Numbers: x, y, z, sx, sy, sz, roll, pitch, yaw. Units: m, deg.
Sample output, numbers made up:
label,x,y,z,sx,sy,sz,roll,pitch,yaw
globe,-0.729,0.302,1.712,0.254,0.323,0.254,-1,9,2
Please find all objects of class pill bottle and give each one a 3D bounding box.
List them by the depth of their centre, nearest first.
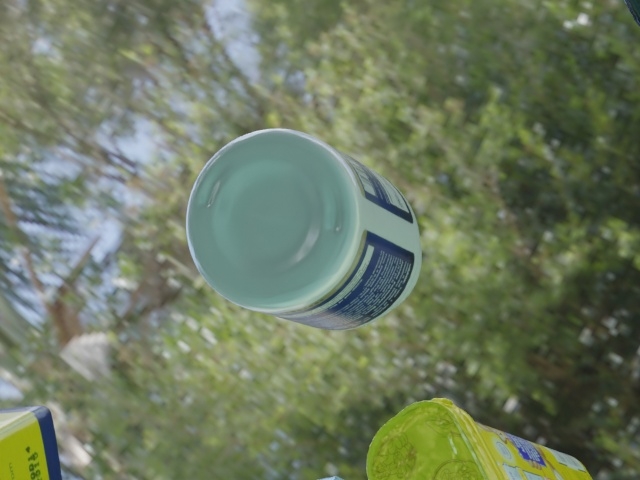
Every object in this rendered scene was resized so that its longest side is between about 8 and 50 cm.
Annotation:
label,x,y,z,sx,sy,sz,roll,pitch,yaw
pill bottle,0.000,0.000,0.990,0.094,0.094,0.169,-61,-20,2

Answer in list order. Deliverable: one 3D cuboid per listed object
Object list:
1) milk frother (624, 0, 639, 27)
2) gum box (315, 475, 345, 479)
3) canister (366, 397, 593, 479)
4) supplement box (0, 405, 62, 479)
label,x,y,z,sx,sy,sz,roll,pitch,yaw
milk frother,0.131,-0.122,0.414,0.143,0.134,0.129,49,-117,-16
gum box,0.021,0.223,1.288,0.157,0.184,0.041,30,-115,-21
canister,0.117,0.175,1.135,0.073,0.126,0.170,-40,-36,20
supplement box,-0.285,0.224,0.996,0.356,0.195,0.194,-26,-70,-76
